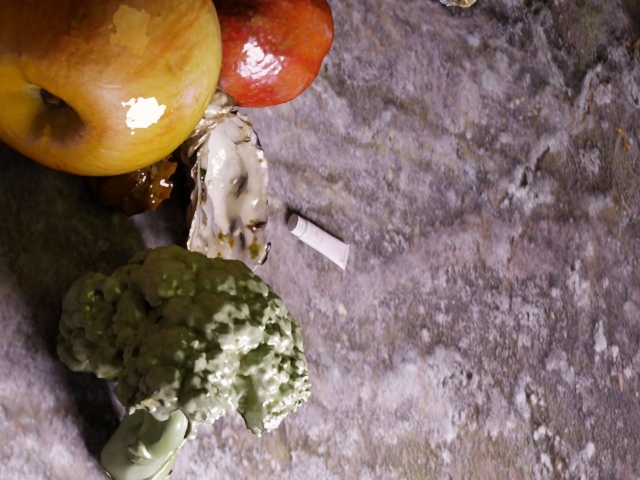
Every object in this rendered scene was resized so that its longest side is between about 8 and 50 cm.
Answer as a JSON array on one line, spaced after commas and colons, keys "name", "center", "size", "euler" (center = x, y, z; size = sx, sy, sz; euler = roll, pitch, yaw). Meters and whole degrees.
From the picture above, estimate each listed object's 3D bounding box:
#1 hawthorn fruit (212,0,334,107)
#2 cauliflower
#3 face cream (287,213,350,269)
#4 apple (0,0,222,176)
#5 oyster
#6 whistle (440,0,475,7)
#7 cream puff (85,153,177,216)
[{"name": "hawthorn fruit", "center": [-0.077, -0.257, 1.984], "size": [0.253, 0.205, 0.205], "euler": [14, 71, -51]}, {"name": "cauliflower", "center": [-0.168, 0.133, 1.765], "size": [0.281, 0.327, 0.260], "euler": [-43, 102, 4]}, {"name": "face cream", "center": [0.000, 0.000, 2.130], "size": [0.115, 0.020, 0.038], "euler": [34, 57, -41]}, {"name": "apple", "center": [-0.246, -0.201, 1.723], "size": [0.286, 0.286, 0.233], "euler": [57, 42, -22]}, {"name": "oyster", "center": [-0.132, -0.039, 1.945], "size": [0.166, 0.094, 0.294], "euler": [-7, 105, -65]}, {"name": "whistle", "center": [0.178, -0.504, 2.414], "size": [0.068, 0.057, 0.327], "euler": [-1, 82, -44]}, {"name": "cream puff", "center": [-0.214, -0.084, 1.864], "size": [0.122, 0.094, 0.116], "euler": [-32, 102, -42]}]
